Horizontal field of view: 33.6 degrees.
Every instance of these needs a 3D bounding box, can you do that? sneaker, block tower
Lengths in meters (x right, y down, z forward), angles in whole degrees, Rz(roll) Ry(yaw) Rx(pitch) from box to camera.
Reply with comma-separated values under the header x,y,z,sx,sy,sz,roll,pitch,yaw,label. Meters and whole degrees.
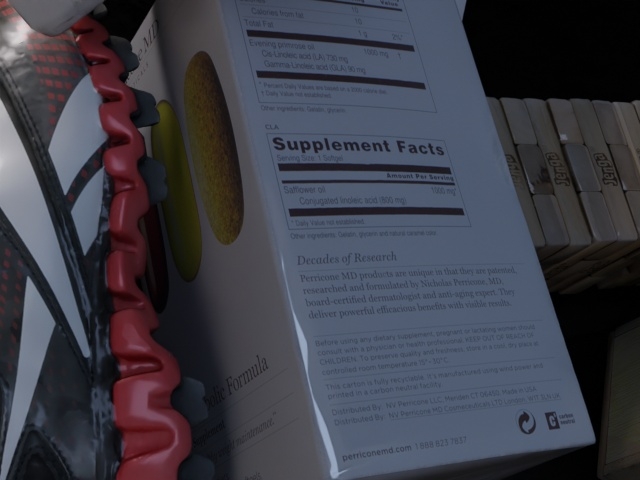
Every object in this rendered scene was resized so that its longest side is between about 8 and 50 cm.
x,y,z,sx,sy,sz,roll,pitch,yaw,label
-0.133,0.004,0.437,0.135,0.097,0.276,0,68,-33,sneaker
0.184,-0.024,0.642,0.335,0.097,0.091,-1,67,-33,block tower

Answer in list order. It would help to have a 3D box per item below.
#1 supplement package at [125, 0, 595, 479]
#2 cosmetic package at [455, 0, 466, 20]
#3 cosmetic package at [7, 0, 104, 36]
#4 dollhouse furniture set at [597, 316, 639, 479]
x,y,z,sx,sy,sz,roll,pitch,yaw,label
0.000,0.000,0.492,0.134,0.139,0.244,-1,65,-32,supplement package
0.049,-0.207,0.674,0.099,0.060,0.239,26,56,-15,cosmetic package
-0.016,-0.309,0.509,0.161,0.230,0.453,49,38,-22,cosmetic package
0.307,0.114,0.598,0.242,0.161,0.212,26,56,-17,dollhouse furniture set
